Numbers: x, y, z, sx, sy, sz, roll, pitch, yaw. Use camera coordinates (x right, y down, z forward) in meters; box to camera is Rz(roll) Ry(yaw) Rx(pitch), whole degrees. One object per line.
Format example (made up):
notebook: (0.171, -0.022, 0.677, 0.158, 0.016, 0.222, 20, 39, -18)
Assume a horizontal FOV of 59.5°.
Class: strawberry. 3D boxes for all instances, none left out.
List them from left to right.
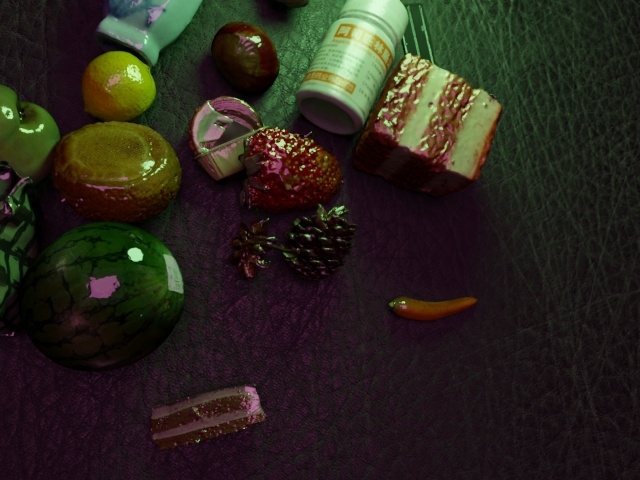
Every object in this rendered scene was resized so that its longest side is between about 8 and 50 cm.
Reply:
strawberry: (-0.057, -0.179, 1.479, 0.307, 0.138, 0.233, -4, 111, -19)

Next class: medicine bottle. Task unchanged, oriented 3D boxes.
medicine bottle: (0.093, -0.503, 1.580, 0.211, 0.211, 0.371, 26, 76, -5)

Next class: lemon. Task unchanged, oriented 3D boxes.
lemon: (-0.532, -0.397, 1.465, 0.203, 0.178, 0.178, -37, 88, -8)

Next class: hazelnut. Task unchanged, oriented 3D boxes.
hazelnut: (-0.206, -0.508, 1.568, 0.170, 0.160, 0.201, -24, 122, -2)

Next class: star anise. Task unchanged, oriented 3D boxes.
star anise: (-0.157, 0.006, 1.446, 0.234, 0.073, 0.177, -30, 60, 27)

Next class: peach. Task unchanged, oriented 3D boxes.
peach: (-0.784, -0.232, 1.331, 0.292, 0.292, 0.247, -28, 68, -14)

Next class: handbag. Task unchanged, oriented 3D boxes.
handbag: (-0.724, 0.032, 1.247, 0.163, 0.327, 0.325, 11, 70, -21)

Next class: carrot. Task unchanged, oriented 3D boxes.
carrot: (0.319, 0.192, 1.570, 0.271, 0.066, 0.062, 4, 122, -12)

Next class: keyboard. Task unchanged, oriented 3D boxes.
keyboard: (0.290, -0.663, 1.742, 0.104, 0.041, 0.381, -8, 87, -12)

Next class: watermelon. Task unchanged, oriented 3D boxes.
watermelon: (-0.500, 0.127, 1.289, 0.363, 0.363, 0.363, 2, 79, -10)

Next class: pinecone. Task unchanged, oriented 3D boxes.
pinecone: (-0.002, 0.004, 1.467, 0.179, 0.184, 0.204, 30, 117, -9)

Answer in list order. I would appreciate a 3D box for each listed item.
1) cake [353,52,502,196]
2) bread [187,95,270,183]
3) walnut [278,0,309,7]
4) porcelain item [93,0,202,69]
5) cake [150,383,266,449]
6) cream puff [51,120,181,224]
cake: (0.287, -0.291, 1.543, 0.320, 0.270, 0.269, 26, 76, -5)
bread: (-0.248, -0.277, 1.508, 0.224, 0.142, 0.211, -26, 102, -13)
walnut: (-0.094, -0.795, 1.642, 0.204, 0.141, 0.238, 17, 79, 4)
porcelain item: (-0.451, -0.679, 1.531, 0.243, 0.178, 0.405, 23, 75, -5)
cake: (-0.279, 0.438, 1.405, 0.295, 0.113, 0.115, -13, 76, -1)
cream puff: (-0.498, -0.154, 1.393, 0.303, 0.212, 0.303, 6, 47, -7)
